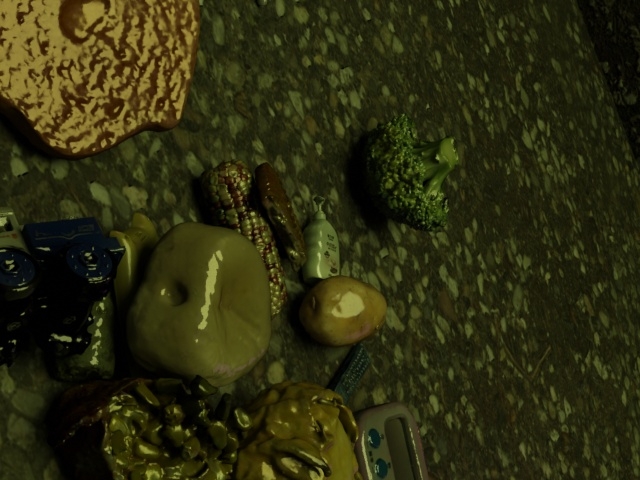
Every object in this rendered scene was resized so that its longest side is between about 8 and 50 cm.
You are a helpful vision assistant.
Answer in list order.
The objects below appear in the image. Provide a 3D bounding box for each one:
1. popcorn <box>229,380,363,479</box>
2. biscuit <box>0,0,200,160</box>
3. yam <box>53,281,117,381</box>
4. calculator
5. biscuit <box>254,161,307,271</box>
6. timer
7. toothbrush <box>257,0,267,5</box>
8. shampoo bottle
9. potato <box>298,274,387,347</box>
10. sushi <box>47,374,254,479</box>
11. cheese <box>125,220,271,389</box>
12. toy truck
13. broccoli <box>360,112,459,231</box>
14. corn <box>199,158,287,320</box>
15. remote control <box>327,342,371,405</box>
[{"bbox_3d":[-0.036,0.322,1.698,0.250,0.190,0.250,27,52,-41],"label":"popcorn"},{"bbox_3d":[-0.333,-0.309,1.543,0.455,0.078,0.349,47,66,-34],"label":"biscuit"},{"bbox_3d":[-0.297,0.091,1.514,0.078,0.078,0.179,24,56,-49],"label":"yam"},{"bbox_3d":[-0.233,0.088,1.575,0.157,0.033,0.236,-66,152,-74],"label":"calculator"},{"bbox_3d":[-0.059,-0.037,1.847,0.228,0.031,0.176,6,64,-87],"label":"biscuit"},{"bbox_3d":[0.107,0.379,1.980,0.191,0.069,0.208,-3,79,-55],"label":"timer"},{"bbox_3d":[-0.137,-0.523,2.024,0.024,0.018,0.257,-24,97,-62],"label":"toothbrush"},{"bbox_3d":[0.000,0.000,1.994,0.077,0.045,0.151,23,59,-49],"label":"shampoo bottle"},{"bbox_3d":[0.041,0.118,1.945,0.178,0.109,0.118,13,87,-55],"label":"potato"},{"bbox_3d":[-0.210,0.253,1.480,0.296,0.179,0.166,45,56,-35],"label":"sushi"},{"bbox_3d":[-0.152,0.094,1.531,0.218,0.117,0.235,-50,135,-47],"label":"cheese"},{"bbox_3d":[-0.346,0.035,1.395,0.213,0.161,0.177,-7,55,-35],"label":"toy truck"},{"bbox_3d":[0.163,-0.127,2.163,0.198,0.176,0.226,55,54,-34],"label":"broccoli"},{"bbox_3d":[-0.110,0.001,1.804,0.086,0.086,0.253,-29,102,-55],"label":"corn"},{"bbox_3d":[0.045,0.228,1.988,0.043,0.027,0.152,58,36,-13],"label":"remote control"}]
